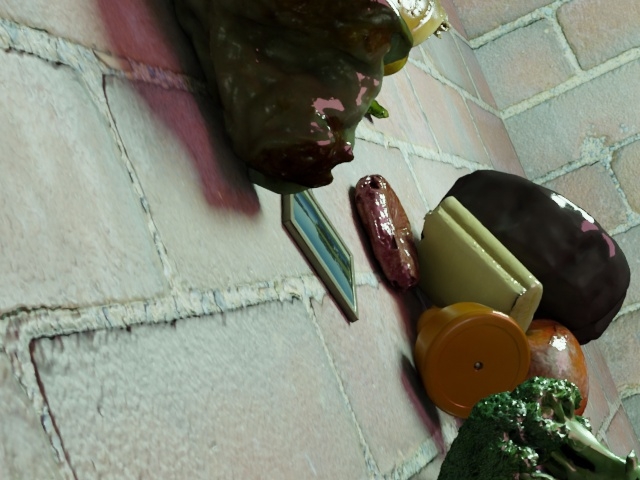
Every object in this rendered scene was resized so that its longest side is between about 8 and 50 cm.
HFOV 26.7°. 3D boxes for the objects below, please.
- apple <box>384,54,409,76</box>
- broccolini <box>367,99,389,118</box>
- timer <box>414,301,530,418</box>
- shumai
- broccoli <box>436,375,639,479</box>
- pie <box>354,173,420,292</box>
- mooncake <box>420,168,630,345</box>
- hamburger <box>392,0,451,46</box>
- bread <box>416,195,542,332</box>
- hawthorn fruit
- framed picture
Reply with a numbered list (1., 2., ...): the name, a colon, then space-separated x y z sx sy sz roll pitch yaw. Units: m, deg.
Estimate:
1. apple: 0.090 -0.287 2.005 0.089 0.074 0.089 55 20 -32
2. broccolini: 0.040 -0.198 1.806 0.057 0.071 0.254 27 -3 16
3. timer: 0.156 0.119 1.583 0.132 0.132 0.152 60 -6 -24
4. shumai: -0.067 -0.179 1.243 0.272 0.203 0.222 34 -1 24
5. broccoli: 0.247 0.268 1.364 0.270 0.270 0.270 -1 90 -67
6. pie: 0.084 -0.010 1.632 0.153 0.038 0.153 60 14 -26
7. mooncake: 0.267 0.036 1.804 0.283 0.141 0.283 32 -17 11
8. hamburger: 0.034 -0.327 1.683 0.286 0.146 0.243 43 31 -21
9. bread: 0.185 0.052 1.649 0.060 0.139 0.178 -13 44 -35
10. hawthorn fruit: 0.261 0.186 1.718 0.173 0.173 0.173 58 17 -29
11. framed picture: 0.000 0.000 1.379 0.149 0.011 0.109 57 18 -34
